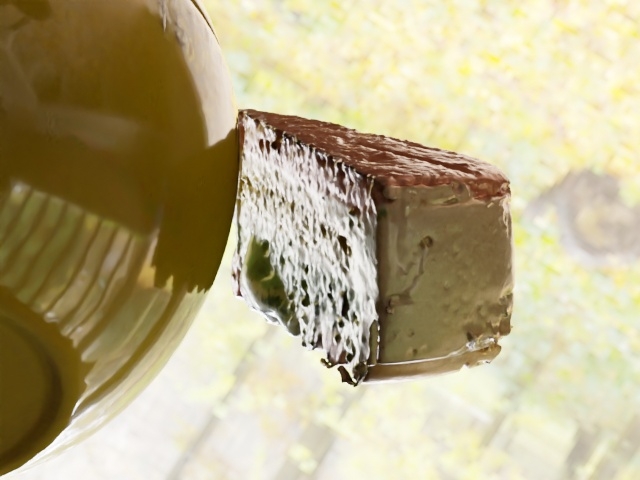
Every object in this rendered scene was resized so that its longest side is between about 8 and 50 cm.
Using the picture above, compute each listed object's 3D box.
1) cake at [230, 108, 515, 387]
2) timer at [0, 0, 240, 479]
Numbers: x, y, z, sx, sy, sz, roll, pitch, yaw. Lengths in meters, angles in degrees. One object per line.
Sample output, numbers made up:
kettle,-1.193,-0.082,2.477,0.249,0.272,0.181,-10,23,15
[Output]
cake,0.020,-0.002,0.960,0.090,0.109,0.225,-5,-166,-23
timer,-0.214,-0.078,0.920,0.376,0.376,0.387,35,-149,-42
